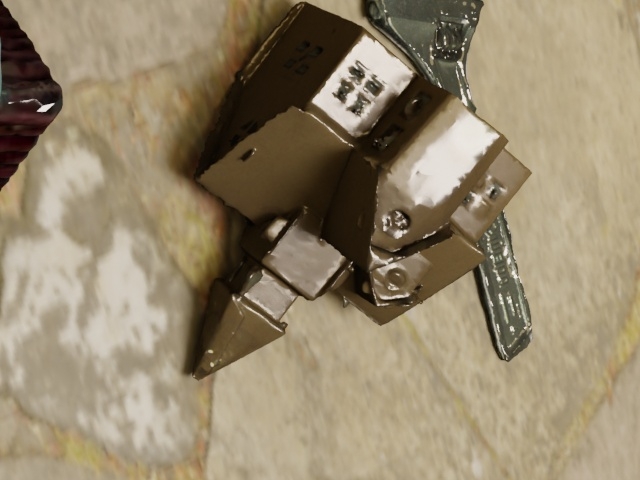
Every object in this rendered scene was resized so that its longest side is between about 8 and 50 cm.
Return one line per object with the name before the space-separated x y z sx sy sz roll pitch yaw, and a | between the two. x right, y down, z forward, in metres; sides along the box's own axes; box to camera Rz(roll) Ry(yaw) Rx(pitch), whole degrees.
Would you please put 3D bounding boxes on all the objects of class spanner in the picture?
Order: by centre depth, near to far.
spanner | 0.103 -0.065 1.288 0.093 0.026 0.326 -23 104 -28

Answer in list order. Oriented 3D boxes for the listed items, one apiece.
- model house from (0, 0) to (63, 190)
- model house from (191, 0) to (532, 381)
model house | -0.302 -0.106 0.909 0.280 0.248 0.230 -4 93 -31
model house | 0.000 0.000 1.165 0.181 0.176 0.248 37 90 -25
